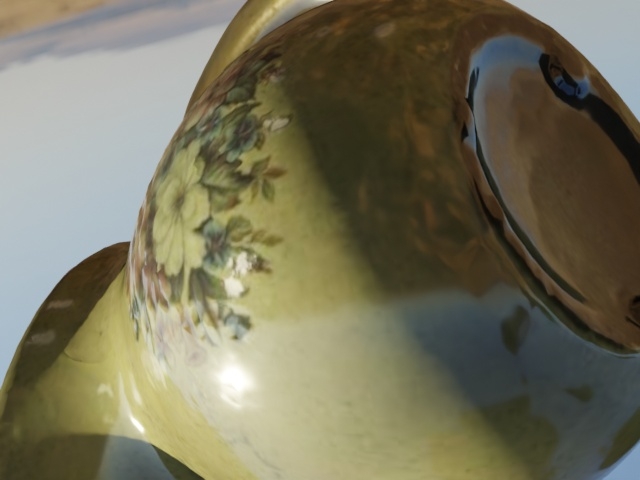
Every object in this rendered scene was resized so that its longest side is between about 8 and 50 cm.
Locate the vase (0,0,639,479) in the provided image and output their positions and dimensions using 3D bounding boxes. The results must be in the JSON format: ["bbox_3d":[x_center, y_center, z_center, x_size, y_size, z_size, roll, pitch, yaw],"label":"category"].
[{"bbox_3d":[0.000,0.000,0.758,0.241,0.329,0.302,24,137,-37],"label":"vase"}]
